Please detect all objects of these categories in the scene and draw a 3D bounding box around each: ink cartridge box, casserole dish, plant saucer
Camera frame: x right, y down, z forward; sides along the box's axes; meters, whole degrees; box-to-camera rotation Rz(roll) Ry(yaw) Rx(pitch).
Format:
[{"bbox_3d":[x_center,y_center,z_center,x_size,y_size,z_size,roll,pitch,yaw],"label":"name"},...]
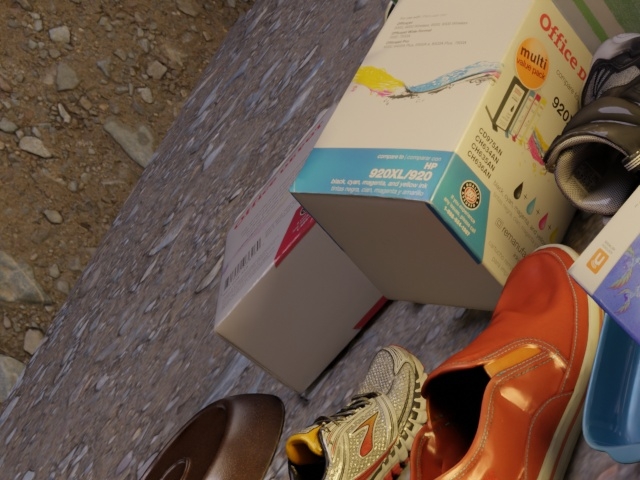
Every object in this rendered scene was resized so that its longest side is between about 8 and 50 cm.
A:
[{"bbox_3d":[0.000,0.000,1.883,0.226,0.131,0.306,-49,13,16],"label":"ink cartridge box"},{"bbox_3d":[0.232,0.065,1.093,0.114,0.037,0.188,-20,46,51],"label":"casserole dish"},{"bbox_3d":[0.125,-0.082,1.475,0.168,0.171,0.233,4,58,45],"label":"ink cartridge box"},{"bbox_3d":[-0.155,0.286,1.849,0.310,0.050,0.310,-48,15,18],"label":"plant saucer"}]

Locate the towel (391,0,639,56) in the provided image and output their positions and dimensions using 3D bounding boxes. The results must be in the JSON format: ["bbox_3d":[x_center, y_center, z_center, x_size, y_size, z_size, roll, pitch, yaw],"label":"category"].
[{"bbox_3d":[0.183,-0.224,1.535,0.038,0.248,0.325,-44,16,-26],"label":"towel"}]

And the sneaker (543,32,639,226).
[{"bbox_3d":[0.233,-0.086,1.322,0.153,0.101,0.268,-46,4,-11],"label":"sneaker"}]

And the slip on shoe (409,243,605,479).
[{"bbox_3d":[0.131,0.111,1.241,0.123,0.101,0.331,-41,16,44],"label":"slip on shoe"}]

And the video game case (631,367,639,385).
[{"bbox_3d":[0.280,-0.005,1.203,0.193,0.023,0.212,-47,14,20],"label":"video game case"}]

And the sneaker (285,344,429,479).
[{"bbox_3d":[0.026,0.173,1.441,0.088,0.092,0.225,-37,20,48],"label":"sneaker"}]

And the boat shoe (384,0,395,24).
[{"bbox_3d":[0.254,-0.404,1.984,0.500,0.187,0.156,-56,18,7],"label":"boat shoe"}]

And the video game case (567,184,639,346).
[{"bbox_3d":[0.290,-0.006,0.967,0.244,0.061,0.269,-52,28,8],"label":"video game case"}]
